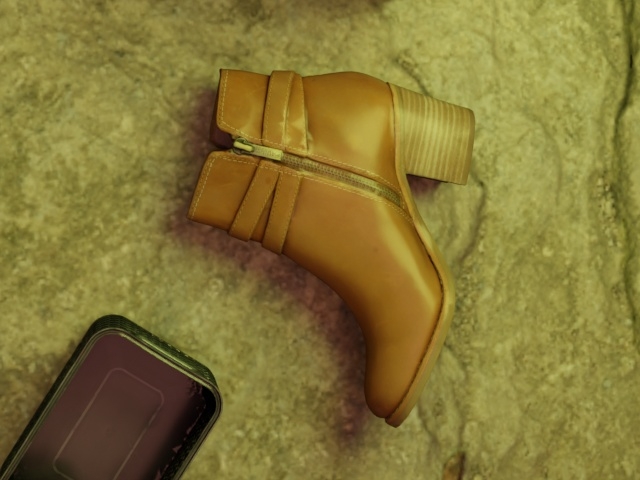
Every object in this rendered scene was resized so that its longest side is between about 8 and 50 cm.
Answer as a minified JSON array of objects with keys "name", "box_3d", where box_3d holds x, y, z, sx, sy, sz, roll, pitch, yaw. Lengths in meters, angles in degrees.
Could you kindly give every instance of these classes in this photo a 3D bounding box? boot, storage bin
[{"name":"boot","box_3d":[0.000,0.000,1.110,0.220,0.109,0.283,9,91,-10]},{"name":"storage bin","box_3d":[-0.173,0.164,1.112,0.122,0.084,0.180,32,88,-9]}]
